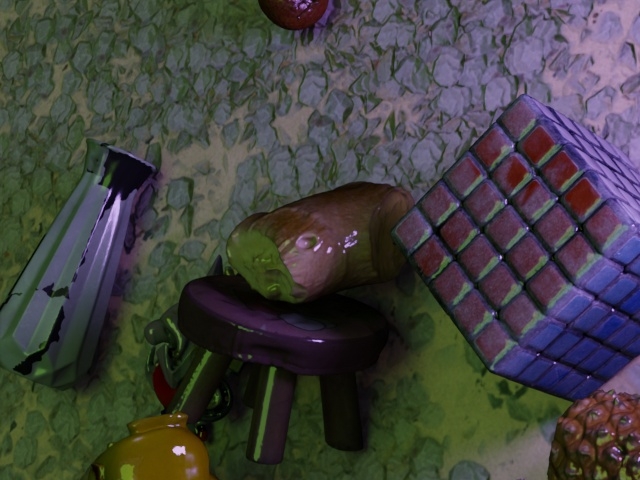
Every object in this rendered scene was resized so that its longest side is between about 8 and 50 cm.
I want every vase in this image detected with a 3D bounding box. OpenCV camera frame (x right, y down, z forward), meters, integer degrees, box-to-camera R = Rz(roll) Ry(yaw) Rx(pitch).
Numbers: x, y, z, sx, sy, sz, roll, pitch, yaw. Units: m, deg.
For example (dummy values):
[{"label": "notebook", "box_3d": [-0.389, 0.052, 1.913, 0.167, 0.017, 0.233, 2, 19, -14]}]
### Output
[{"label": "vase", "box_3d": [-0.365, 0.034, 2.357, 0.165, 0.165, 0.360, 18, 83, 40]}]

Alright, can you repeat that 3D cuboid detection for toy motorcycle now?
[{"label": "toy motorcycle", "box_3d": [-0.161, 0.127, 2.174, 0.152, 0.073, 0.225, 21, 77, 3]}]

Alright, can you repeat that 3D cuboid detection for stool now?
[{"label": "stool", "box_3d": [-0.056, 0.158, 2.020, 0.272, 0.272, 0.179, 20, 104, 40]}]

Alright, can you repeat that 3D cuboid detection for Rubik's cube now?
[{"label": "Rubik's cube", "box_3d": [0.268, 0.014, 1.813, 0.237, 0.237, 0.238, -45, 54, 19]}]

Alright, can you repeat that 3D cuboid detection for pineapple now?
[{"label": "pineapple", "box_3d": [0.398, 0.263, 1.656, 0.340, 0.169, 0.169, 13, 84, 48]}]

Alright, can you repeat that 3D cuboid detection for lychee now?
[{"label": "lychee", "box_3d": [-0.032, -0.344, 2.246, 0.140, 0.101, 0.114, 14, 75, 40]}]

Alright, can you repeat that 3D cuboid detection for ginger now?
[{"label": "ginger", "box_3d": [0.000, 0.000, 2.015, 0.221, 0.275, 0.130, -6, 97, 17]}]

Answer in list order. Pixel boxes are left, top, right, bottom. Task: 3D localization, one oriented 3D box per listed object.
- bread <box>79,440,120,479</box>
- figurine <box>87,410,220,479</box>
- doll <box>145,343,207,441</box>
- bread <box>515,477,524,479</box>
[{"label": "bread", "box_3d": [-0.252, 0.433, 2.122, 0.192, 0.171, 0.314, -27, 59, 33]}, {"label": "figurine", "box_3d": [-0.178, 0.377, 1.939, 0.327, 0.169, 0.218, 62, 150, 14]}, {"label": "doll", "box_3d": [-0.193, 0.210, 2.222, 0.104, 0.062, 0.195, -17, 73, 46]}, {"label": "bread", "box_3d": [0.207, 0.357, 1.841, 0.152, 0.127, 0.147, -39, 54, 1]}]
